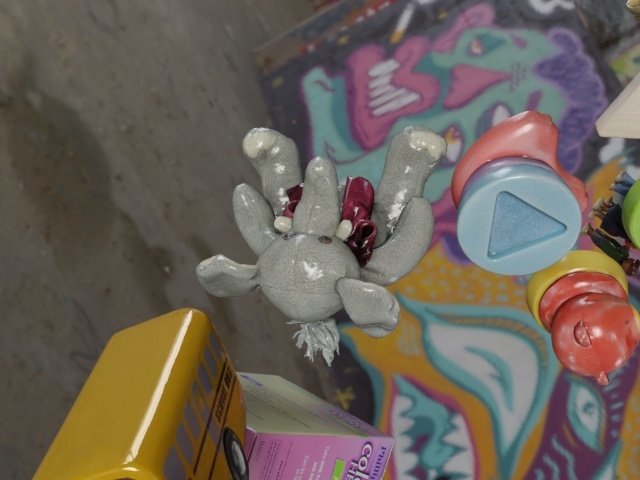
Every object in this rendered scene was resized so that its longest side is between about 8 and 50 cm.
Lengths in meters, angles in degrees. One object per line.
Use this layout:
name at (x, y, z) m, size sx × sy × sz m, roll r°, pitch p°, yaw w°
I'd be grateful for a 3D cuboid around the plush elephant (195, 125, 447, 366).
plush elephant at (0.000, 0.000, 1.197) m, size 0.255 × 0.271 × 0.330 m, roll 7°, pitch 91°, yaw -82°

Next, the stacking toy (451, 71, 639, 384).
stacking toy at (0.309, -0.005, 1.052) m, size 0.309 × 0.279 × 0.130 m, roll 46°, pitch 25°, yaw -26°

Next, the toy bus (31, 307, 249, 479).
toy bus at (-0.131, 0.179, 0.735) m, size 0.333 × 0.108 × 0.130 m, roll -85°, pitch 155°, yaw -71°

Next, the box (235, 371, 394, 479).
box at (-0.078, 0.242, 1.152) m, size 0.213 × 0.117 × 0.243 m, roll 20°, pitch 4°, yaw 42°

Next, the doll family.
doll family at (0.415, -0.017, 1.284) m, size 0.111 × 0.076 × 0.193 m, roll 44°, pitch -7°, yaw 18°

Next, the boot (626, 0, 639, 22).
boot at (0.497, -0.248, 1.124) m, size 0.203 × 0.095 × 0.262 m, roll 48°, pitch -20°, yaw -15°
